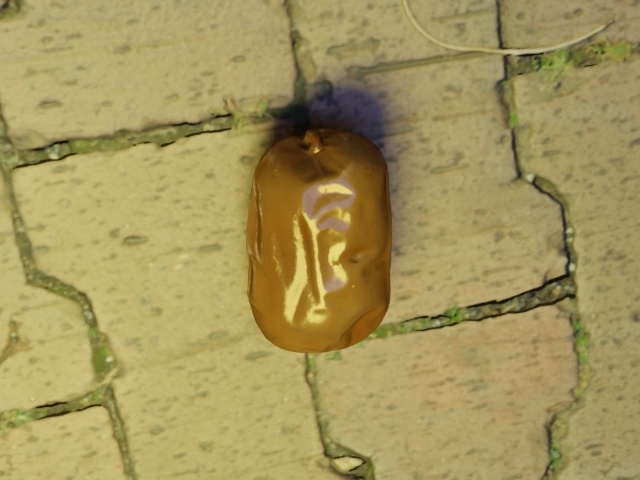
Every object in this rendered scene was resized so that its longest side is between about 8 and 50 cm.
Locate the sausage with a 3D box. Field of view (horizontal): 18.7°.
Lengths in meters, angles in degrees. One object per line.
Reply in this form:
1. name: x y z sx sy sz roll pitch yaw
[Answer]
1. sausage: 0.001 0.000 1.889 0.136 0.120 0.241 -9 119 -24
